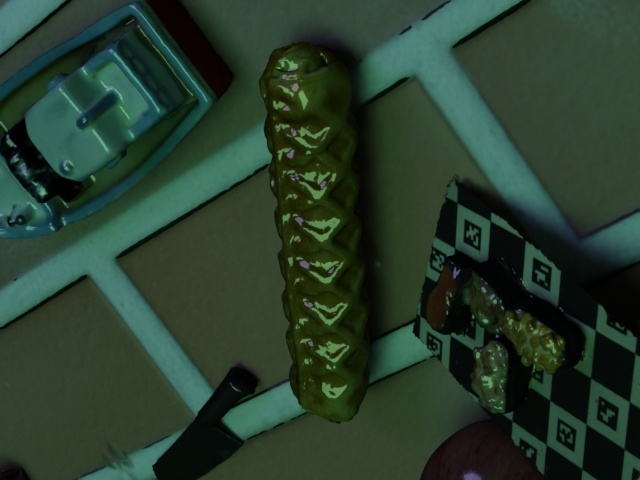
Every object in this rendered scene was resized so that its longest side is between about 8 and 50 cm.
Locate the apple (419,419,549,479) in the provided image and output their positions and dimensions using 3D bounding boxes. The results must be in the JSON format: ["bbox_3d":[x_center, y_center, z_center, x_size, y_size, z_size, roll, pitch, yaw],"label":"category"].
[{"bbox_3d":[0.162,0.228,1.419,0.153,0.120,0.153,20,130,25],"label":"apple"}]

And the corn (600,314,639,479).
[{"bbox_3d":[0.297,0.086,1.238,0.131,0.131,0.344,22,128,19],"label":"corn"}]

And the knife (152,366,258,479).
[{"bbox_3d":[-0.115,0.204,1.650,0.060,0.028,0.230,34,134,-7],"label":"knife"}]

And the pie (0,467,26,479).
[{"bbox_3d":[-0.311,0.348,1.846,0.218,0.054,0.204,23,128,16],"label":"pie"}]

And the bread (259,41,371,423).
[{"bbox_3d":[-0.001,0.000,1.406,0.077,0.084,0.368,-9,119,-8],"label":"bread"}]

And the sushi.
[{"bbox_3d":[0.153,0.094,1.308,0.279,0.043,0.193,48,140,36],"label":"sushi"}]

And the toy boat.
[{"bbox_3d":[-0.232,-0.090,1.458,0.332,0.133,0.145,-30,101,42],"label":"toy boat"}]
